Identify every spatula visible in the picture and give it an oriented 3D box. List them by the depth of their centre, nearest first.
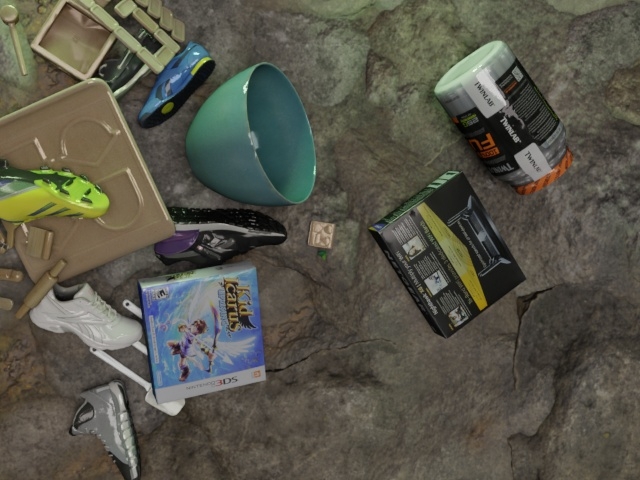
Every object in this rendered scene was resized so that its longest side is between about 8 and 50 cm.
[{"bbox_3d":[-0.366,0.252,1.852,0.242,0.019,0.168,38,86,-15],"label":"spatula"}]

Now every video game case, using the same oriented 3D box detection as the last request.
[{"bbox_3d":[-0.248,0.194,1.817,0.244,0.061,0.270,-11,110,-19],"label":"video game case"}]

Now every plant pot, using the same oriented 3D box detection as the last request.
[{"bbox_3d":[-0.160,-0.197,1.753,0.195,0.290,0.290,-12,101,24],"label":"plant pot"}]

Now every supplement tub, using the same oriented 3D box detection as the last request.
[{"bbox_3d":[0.416,-0.269,1.914,0.193,0.193,0.316,-41,103,-7],"label":"supplement tub"}]

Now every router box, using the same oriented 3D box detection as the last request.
[{"bbox_3d":[0.294,0.032,1.970,0.243,0.081,0.309,-35,103,-9],"label":"router box"}]

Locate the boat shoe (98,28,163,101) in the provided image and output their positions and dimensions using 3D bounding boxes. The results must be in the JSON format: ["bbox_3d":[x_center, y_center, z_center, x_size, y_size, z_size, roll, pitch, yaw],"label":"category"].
[{"bbox_3d":[-0.418,-0.334,1.749,0.079,0.084,0.233,45,79,-10],"label":"boat shoe"}]

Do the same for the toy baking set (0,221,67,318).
[{"bbox_3d":[-0.626,0.056,1.715,0.196,0.030,0.256,40,105,6],"label":"toy baking set"}]

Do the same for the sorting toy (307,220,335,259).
[{"bbox_3d":[0.000,0.000,1.925,0.062,0.012,0.083,9,90,-20],"label":"sorting toy"}]

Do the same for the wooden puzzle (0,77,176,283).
[{"bbox_3d":[-0.497,-0.113,1.717,0.322,0.080,0.348,-22,106,9],"label":"wooden puzzle"}]

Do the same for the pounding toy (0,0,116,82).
[{"bbox_3d":[-0.536,-0.396,1.702,0.206,0.094,0.181,32,86,-15],"label":"pounding toy"}]

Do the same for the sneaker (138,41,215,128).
[{"bbox_3d":[-0.315,-0.327,1.790,0.082,0.069,0.209,44,91,14],"label":"sneaker"}]

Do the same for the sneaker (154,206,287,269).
[{"bbox_3d":[-0.216,0.003,1.840,0.283,0.107,0.124,4,114,-14],"label":"sneaker"}]

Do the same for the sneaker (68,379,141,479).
[{"bbox_3d":[-0.462,0.419,1.818,0.132,0.086,0.229,-12,88,-8],"label":"sneaker"}]

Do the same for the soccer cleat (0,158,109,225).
[{"bbox_3d":[-0.548,-0.079,1.646,0.289,0.093,0.121,12,119,-1],"label":"soccer cleat"}]

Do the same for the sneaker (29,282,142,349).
[{"bbox_3d":[-0.473,0.147,1.753,0.232,0.090,0.115,17,118,-13],"label":"sneaker"}]

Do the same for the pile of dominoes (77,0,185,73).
[{"bbox_3d":[-0.390,-0.455,1.718,0.251,0.196,0.040,43,127,-15],"label":"pile of dominoes"}]
